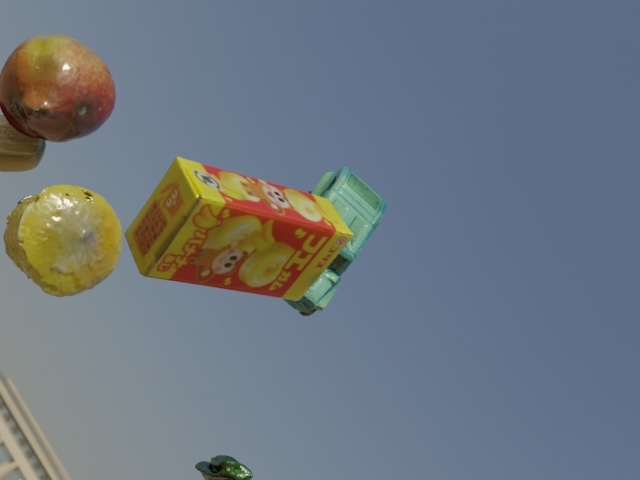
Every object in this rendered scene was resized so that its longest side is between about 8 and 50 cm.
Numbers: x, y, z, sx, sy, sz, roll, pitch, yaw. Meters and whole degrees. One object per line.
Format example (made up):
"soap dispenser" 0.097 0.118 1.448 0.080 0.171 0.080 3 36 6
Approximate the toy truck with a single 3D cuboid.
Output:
"toy truck" 0.000 0.000 1.585 0.155 0.278 0.156 42 -38 -9

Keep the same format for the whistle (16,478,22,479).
"whistle" -0.594 0.565 1.666 0.122 0.123 0.223 99 -14 -50

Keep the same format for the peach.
"peach" -0.544 -0.303 1.771 0.256 0.233 0.232 -95 177 -54

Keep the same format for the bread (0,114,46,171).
"bread" -0.708 -0.208 1.868 0.098 0.217 0.147 -56 -146 41

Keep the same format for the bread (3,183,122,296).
"bread" -0.437 -0.002 1.454 0.171 0.197 0.197 1 -62 47

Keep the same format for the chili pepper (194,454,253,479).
"chili pepper" -0.147 0.416 1.482 0.122 0.065 0.278 38 -19 27

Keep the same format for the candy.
"candy" -0.102 -0.008 1.151 0.146 0.276 0.088 -53 -131 25
